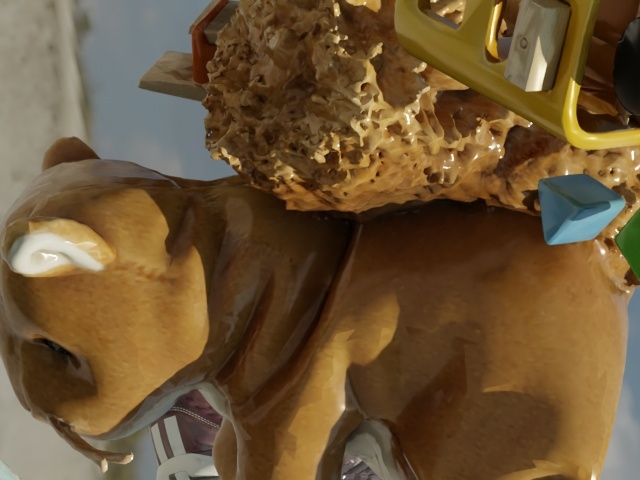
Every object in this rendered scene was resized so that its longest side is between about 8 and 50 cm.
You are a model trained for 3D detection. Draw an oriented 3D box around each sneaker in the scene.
[{"bbox_3d":[-0.039,0.140,1.593,0.106,0.281,0.162,-39,-117,35],"label":"sneaker"}]

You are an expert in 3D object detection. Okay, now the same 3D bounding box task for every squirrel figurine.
[{"bbox_3d":[0.000,0.000,1.104,0.281,0.370,0.397,-76,-174,-67],"label":"squirrel figurine"}]

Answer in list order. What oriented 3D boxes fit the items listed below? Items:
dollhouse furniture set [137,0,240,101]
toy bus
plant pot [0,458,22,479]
[{"bbox_3d":[-0.053,-0.251,1.154,0.259,0.135,0.262,-56,154,-48],"label":"dollhouse furniture set"},{"bbox_3d":[0.118,-0.086,0.762,0.202,0.104,0.191,-36,-112,51],"label":"toy bus"},{"bbox_3d":[-0.339,0.193,0.980,0.247,0.252,0.248,58,35,-47],"label":"plant pot"}]
